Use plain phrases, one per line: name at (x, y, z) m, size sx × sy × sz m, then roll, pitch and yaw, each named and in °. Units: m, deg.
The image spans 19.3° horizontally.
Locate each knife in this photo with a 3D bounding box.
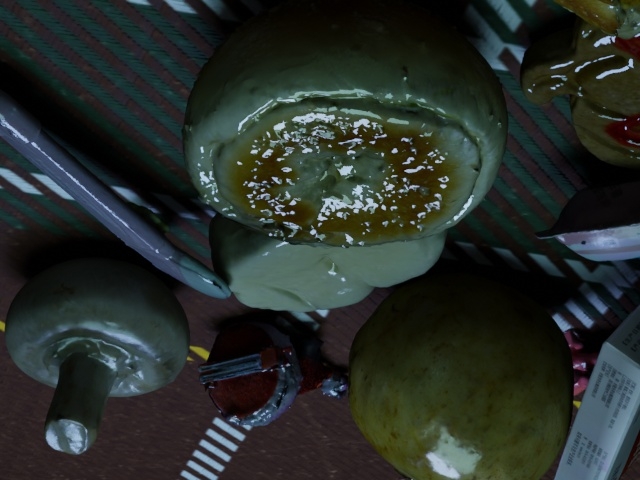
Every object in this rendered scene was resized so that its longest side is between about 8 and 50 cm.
knife at (-0.224, -0.052, 1.855) m, size 0.132 × 0.038 × 0.398 m, roll 17°, pitch 162°, yaw 44°

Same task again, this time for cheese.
cheese at (0.350, -0.032, 1.844) m, size 0.286 × 0.074 × 0.189 m, roll -10°, pitch -175°, yaw -1°
cheese at (0.000, -0.002, 1.939) m, size 0.159 × 0.093 × 0.263 m, roll 28°, pitch 144°, yaw -35°

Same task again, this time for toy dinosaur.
toy dinosaur at (0.335, 0.152, 2.254) m, size 0.139 × 0.070 × 0.286 m, roll 12°, pitch 149°, yaw -39°

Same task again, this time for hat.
hat at (-0.033, 0.157, 2.256) m, size 0.140 × 0.129 × 0.227 m, roll -38°, pitch 153°, yaw 28°

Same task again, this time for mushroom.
mushroom at (-0.250, 0.130, 2.077) m, size 0.207 × 0.215 × 0.207 m, roll 6°, pitch 146°, yaw 4°

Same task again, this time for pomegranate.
pomegranate at (0.155, 0.161, 2.062) m, size 0.260 × 0.260 × 0.260 m, roll 2°, pitch 152°, yaw 1°

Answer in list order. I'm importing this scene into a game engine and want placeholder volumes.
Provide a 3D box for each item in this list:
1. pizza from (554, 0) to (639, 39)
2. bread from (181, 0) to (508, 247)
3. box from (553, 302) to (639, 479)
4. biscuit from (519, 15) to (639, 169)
pizza at (0.151, -0.269, 1.314) m, size 0.335 × 0.086 × 0.226 m, roll 45°, pitch 163°, yaw -19°
bread at (0.020, -0.108, 1.662) m, size 0.305 × 0.158 × 0.305 m, roll -1°, pitch 152°, yaw -1°
box at (0.360, 0.138, 2.042) m, size 0.069 × 0.214 × 0.353 m, roll 36°, pitch 153°, yaw 19°
biscuit at (0.332, -0.146, 1.649) m, size 0.314 × 0.063 × 0.367 m, roll -2°, pitch 157°, yaw 5°
